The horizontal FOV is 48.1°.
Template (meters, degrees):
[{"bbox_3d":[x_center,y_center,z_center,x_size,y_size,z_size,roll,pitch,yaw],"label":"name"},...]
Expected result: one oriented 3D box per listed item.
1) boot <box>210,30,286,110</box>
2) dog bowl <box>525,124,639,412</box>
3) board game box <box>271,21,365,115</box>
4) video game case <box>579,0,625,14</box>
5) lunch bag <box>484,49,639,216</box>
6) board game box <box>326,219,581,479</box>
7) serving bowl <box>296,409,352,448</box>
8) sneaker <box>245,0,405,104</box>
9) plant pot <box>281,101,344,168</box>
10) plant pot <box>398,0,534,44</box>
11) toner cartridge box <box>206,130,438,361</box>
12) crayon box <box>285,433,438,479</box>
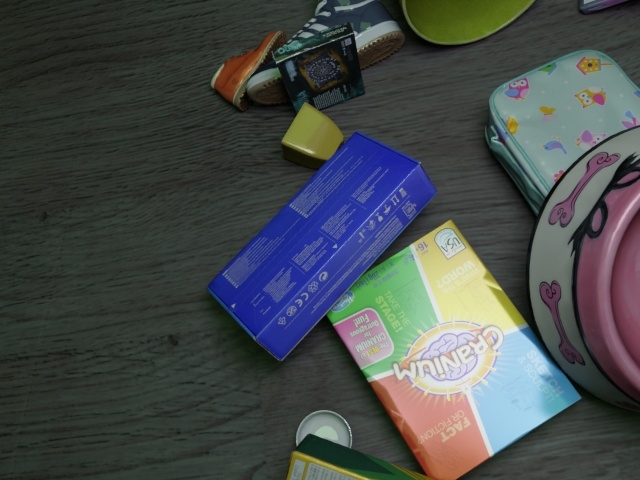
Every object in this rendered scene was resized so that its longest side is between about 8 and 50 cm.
[{"bbox_3d":[-0.126,-0.311,1.253,0.085,0.059,0.158,33,82,21],"label":"boot"},{"bbox_3d":[0.485,0.046,0.916,0.408,0.150,0.407,0,95,-5],"label":"dog bowl"},{"bbox_3d":[0.002,-0.267,1.149,0.126,0.186,0.026,-20,71,2],"label":"board game box"},{"bbox_3d":[0.546,-0.487,1.131,0.274,0.026,0.196,-7,68,46],"label":"video game case"},{"bbox_3d":[0.384,-0.141,1.077,0.224,0.108,0.279,-26,63,-1],"label":"lunch bag"},{"bbox_3d":[0.182,0.163,1.056,0.242,0.064,0.316,-33,71,-2],"label":"board game box"},{"bbox_3d":[0.007,0.295,1.063,0.083,0.027,0.083,-2,74,8],"label":"serving bowl"},{"bbox_3d":[-0.015,-0.345,1.220,0.282,0.099,0.153,-24,76,-6],"label":"sneaker"},{"bbox_3d":[-0.007,-0.162,1.178,0.083,0.081,0.081,28,79,7],"label":"plant pot"},{"bbox_3d":[0.202,-0.523,1.178,0.275,0.274,0.293,-25,57,1],"label":"plant pot"},{"bbox_3d":[0.000,0.000,1.093,0.348,0.075,0.165,-46,41,-6],"label":"toner cartridge box"},{"bbox_3d":[0.098,0.413,0.952,0.323,0.083,0.203,17,98,14],"label":"crayon box"}]
